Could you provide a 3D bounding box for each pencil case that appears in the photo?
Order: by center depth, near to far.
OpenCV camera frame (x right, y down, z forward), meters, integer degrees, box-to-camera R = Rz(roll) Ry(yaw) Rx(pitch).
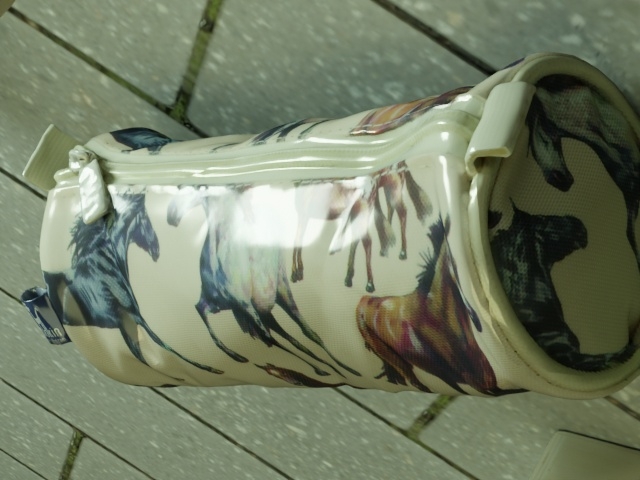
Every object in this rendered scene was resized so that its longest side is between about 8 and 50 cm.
[{"bbox_3d":[0.000,0.000,0.846,0.183,0.160,0.410,34,156,-33],"label":"pencil case"}]

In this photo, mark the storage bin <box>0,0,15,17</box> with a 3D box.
[{"bbox_3d":[-0.166,-0.219,0.565,0.260,0.262,0.123,48,150,-25],"label":"storage bin"}]

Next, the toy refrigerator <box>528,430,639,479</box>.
[{"bbox_3d":[0.222,0.256,1.085,0.102,0.094,0.269,12,145,35],"label":"toy refrigerator"}]
